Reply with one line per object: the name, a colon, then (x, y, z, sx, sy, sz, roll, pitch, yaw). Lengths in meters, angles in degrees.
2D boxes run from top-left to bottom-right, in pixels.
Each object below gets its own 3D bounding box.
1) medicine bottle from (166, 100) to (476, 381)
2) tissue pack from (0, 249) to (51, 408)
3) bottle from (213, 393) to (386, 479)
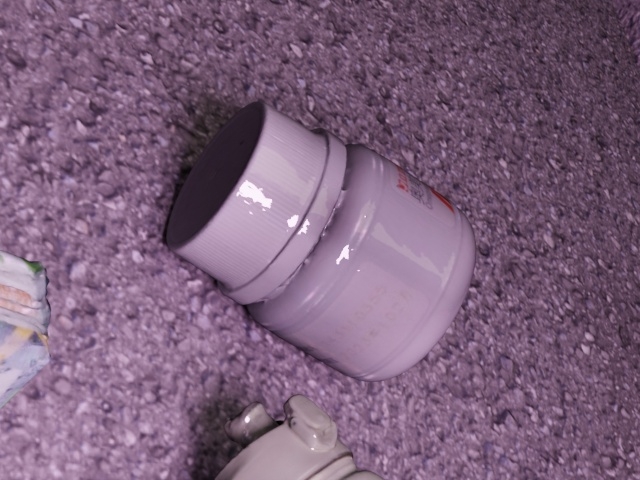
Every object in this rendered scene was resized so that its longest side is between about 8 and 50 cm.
medicine bottle: (0.000, 0.000, 1.644, 0.306, 0.245, 0.245, 31, 40, -22)
tissue pack: (-0.397, 0.072, 1.088, 0.310, 0.228, 0.128, 24, 35, -38)
bottle: (0.012, 0.327, 1.410, 0.351, 0.229, 0.229, 44, 30, 17)
